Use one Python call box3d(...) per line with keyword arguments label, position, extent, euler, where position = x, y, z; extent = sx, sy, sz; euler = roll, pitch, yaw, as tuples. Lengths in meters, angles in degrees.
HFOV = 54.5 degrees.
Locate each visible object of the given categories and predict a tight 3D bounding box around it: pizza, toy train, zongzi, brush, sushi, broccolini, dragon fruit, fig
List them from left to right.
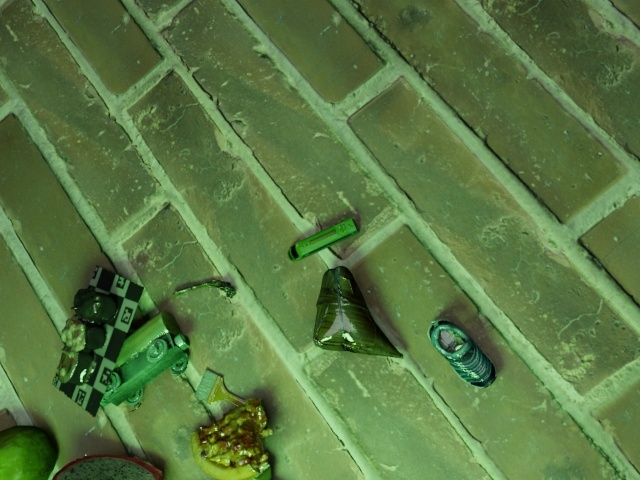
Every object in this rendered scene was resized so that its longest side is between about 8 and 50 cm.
box3d(label="fig", position=(-0.856, 0.604, 1.670), extent=(0.206, 0.275, 0.206), euler=(-3, 78, 12))
box3d(label="sushi", position=(-0.665, 0.257, 1.719), extent=(0.296, 0.100, 0.372), euler=(13, 82, 44))
box3d(label="dragon fruit", position=(-0.548, 0.708, 1.575), extent=(0.306, 0.305, 0.225), euler=(19, 106, 17))
box3d(label="toy train", position=(-0.498, 0.335, 1.735), extent=(0.307, 0.126, 0.189), euler=(-36, 42, 5))
box3d(label="broccolini", position=(-0.328, 0.138, 1.766), extent=(0.194, 0.054, 0.052), euler=(-5, 47, 20))
box3d(label="brush", position=(-0.243, 0.430, 1.692), extent=(0.205, 0.011, 0.083), euler=(23, 86, 16))
box3d(label="pizza", position=(-0.221, 0.496, 1.594), extent=(0.290, 0.081, 0.228), euler=(4, 51, 49))
box3d(label="toy train", position=(0.000, 0.000, 1.703), extent=(0.209, 0.042, 0.044), euler=(-25, 73, 7))
box3d(label="zongzi", position=(0.108, 0.184, 1.609), extent=(0.242, 0.112, 0.220), euler=(7, 80, 7))

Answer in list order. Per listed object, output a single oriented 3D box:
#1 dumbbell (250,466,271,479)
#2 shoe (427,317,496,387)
box3d(label="dumbbell", position=(-0.082, 0.669, 1.553), extent=(0.302, 0.121, 0.108), euler=(28, 116, 17))
box3d(label="shoe", position=(0.345, 0.277, 1.531), extent=(0.091, 0.106, 0.207), euler=(-45, 78, 3))
